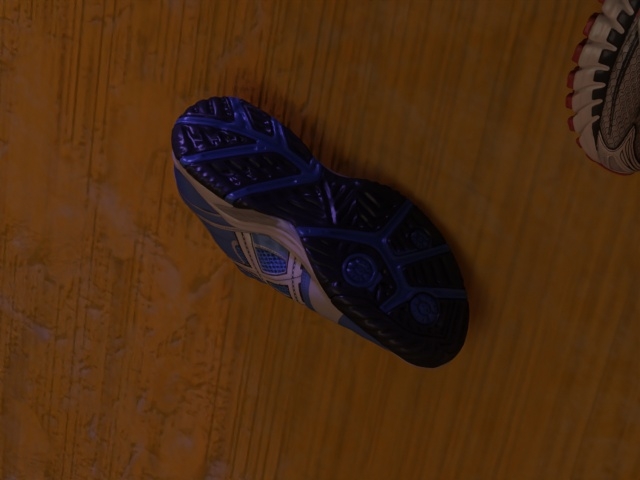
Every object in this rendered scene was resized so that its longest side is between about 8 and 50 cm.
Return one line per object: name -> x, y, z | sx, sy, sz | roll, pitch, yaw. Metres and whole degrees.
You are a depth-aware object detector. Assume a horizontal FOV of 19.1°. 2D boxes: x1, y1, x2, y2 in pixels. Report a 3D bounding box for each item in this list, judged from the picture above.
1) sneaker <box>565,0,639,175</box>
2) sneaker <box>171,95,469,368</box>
sneaker -> 0.186, -0.115, 0.897 | 0.092, 0.088, 0.225 | 33, 131, 13
sneaker -> 0.000, 0.000, 1.122 | 0.211, 0.080, 0.081 | 41, 154, 8
